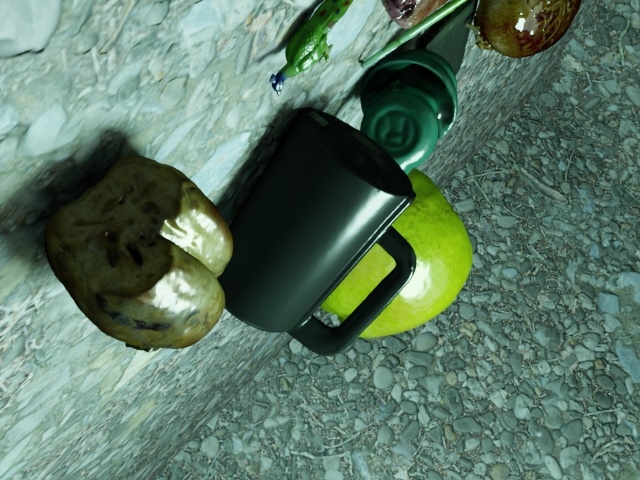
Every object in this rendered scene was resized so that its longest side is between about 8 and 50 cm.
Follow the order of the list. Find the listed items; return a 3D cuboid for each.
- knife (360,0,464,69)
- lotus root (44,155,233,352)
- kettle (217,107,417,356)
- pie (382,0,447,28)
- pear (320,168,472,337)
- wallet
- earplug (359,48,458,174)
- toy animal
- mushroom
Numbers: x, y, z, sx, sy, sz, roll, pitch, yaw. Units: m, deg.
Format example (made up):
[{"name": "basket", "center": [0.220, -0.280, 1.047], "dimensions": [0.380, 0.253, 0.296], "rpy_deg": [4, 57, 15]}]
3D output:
[{"name": "knife", "center": [0.147, -0.320, 1.151], "dimensions": [0.212, 0.015, 0.054], "rpy_deg": [-31, -175, 18]}, {"name": "lotus root", "center": [-0.176, 0.028, 0.834], "dimensions": [0.193, 0.193, 0.291], "rpy_deg": [-46, 170, -10]}, {"name": "kettle", "center": [-0.004, -0.009, 1.191], "dimensions": [0.308, 0.262, 0.203], "rpy_deg": [-53, -155, 23]}, {"name": "pie", "center": [0.164, -0.391, 1.045], "dimensions": [0.204, 0.054, 0.219], "rpy_deg": [-38, 164, -45]}, {"name": "pear", "center": [0.129, 0.030, 1.695], "dimensions": [0.391, 0.391, 0.391], "rpy_deg": [-46, 170, -10]}, {"name": "wallet", "center": [0.228, -0.356, 1.489], "dimensions": [0.168, 0.052, 0.245], "rpy_deg": [-46, 166, -18]}, {"name": "earplug", "center": [0.124, -0.203, 1.304], "dimensions": [0.280, 0.164, 0.257], "rpy_deg": [-54, -177, -39]}, {"name": "toy animal", "center": [0.009, -0.259, 0.924], "dimensions": [0.217, 0.041, 0.075], "rpy_deg": [-51, 170, -6]}, {"name": "mushroom", "center": [0.371, -0.438, 1.343], "dimensions": [0.297, 0.163, 0.278], "rpy_deg": [-42, 158, -42]}]
